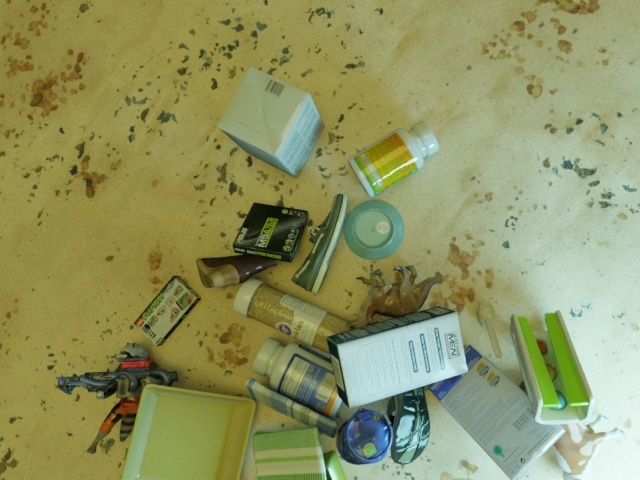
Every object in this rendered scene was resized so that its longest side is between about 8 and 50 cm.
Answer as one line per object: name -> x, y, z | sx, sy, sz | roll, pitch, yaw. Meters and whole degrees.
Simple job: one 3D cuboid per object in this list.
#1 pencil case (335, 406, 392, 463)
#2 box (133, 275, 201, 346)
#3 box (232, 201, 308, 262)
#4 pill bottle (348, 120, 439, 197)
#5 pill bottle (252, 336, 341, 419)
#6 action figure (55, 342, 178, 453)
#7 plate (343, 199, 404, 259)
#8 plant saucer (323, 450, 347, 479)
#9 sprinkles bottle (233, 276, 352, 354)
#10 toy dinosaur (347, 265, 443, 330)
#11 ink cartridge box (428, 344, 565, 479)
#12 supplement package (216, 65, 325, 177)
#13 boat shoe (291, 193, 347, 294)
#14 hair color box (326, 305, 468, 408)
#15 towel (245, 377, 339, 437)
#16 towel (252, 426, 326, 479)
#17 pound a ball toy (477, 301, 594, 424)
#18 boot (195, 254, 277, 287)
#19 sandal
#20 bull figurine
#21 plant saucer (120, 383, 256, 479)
pencil case -> 0.110, 0.528, 1.257 | 0.120, 0.306, 0.133 | -8, 64, -7
box -> -0.497, 0.228, 1.525 | 0.114, 0.036, 0.207 | 41, 93, 11
box -> -0.149, -0.028, 1.434 | 0.184, 0.045, 0.190 | 12, 49, 10
pill bottle -> 0.218, -0.245, 1.391 | 0.246, 0.136, 0.136 | -31, 80, 6
pill bottle -> -0.053, 0.392, 1.371 | 0.272, 0.152, 0.152 | 24, 89, 12
action figure -> -0.629, 0.478, 1.460 | 0.342, 0.178, 0.329 | 10, 81, -14
plate -> 0.162, -0.033, 1.439 | 0.188, 0.024, 0.188 | -1, 83, 11
plant saucer -> -0.010, 0.747, 1.382 | 0.189, 0.045, 0.188 | -24, 81, 8
sprinkles bottle -> -0.080, 0.229, 1.407 | 0.356, 0.121, 0.121 | 22, 89, 11
toy dinosaur -> 0.214, 0.183, 1.361 | 0.296, 0.127, 0.200 | -13, 82, 4
ink cartridge box -> 0.465, 0.456, 1.272 | 0.185, 0.065, 0.311 | -49, 54, 5
supplement package -> -0.135, -0.341, 1.400 | 0.199, 0.263, 0.198 | 28, 89, 11
boat shoe -> 0.000, 0.000, 1.419 | 0.099, 0.116, 0.319 | 19, 93, 8
hair color box -> 0.207, 0.306, 1.264 | 0.348, 0.105, 0.173 | -12, 94, -14
towel -> -0.081, 0.481, 1.349 | 0.285, 0.209, 0.034 | 22, 63, 12
towel -> -0.078, 0.712, 1.347 | 0.248, 0.038, 0.324 | -18, 76, 29
pound a ball toy -> 0.548, 0.313, 1.238 | 0.208, 0.135, 0.319 | -7, 40, 11
boot -> -0.265, 0.081, 1.462 | 0.207, 0.248, 0.090 | -19, 107, -26
sandal -> 0.243, 0.476, 1.346 | 0.120, 0.086, 0.302 | 14, 67, -24
bull figurine -> 0.672, 0.496, 1.257 | 0.189, 0.101, 0.310 | -32, 81, 3
plant saucer -> -0.392, 0.603, 1.402 | 0.333, 0.081, 0.332 | 14, 86, -15
